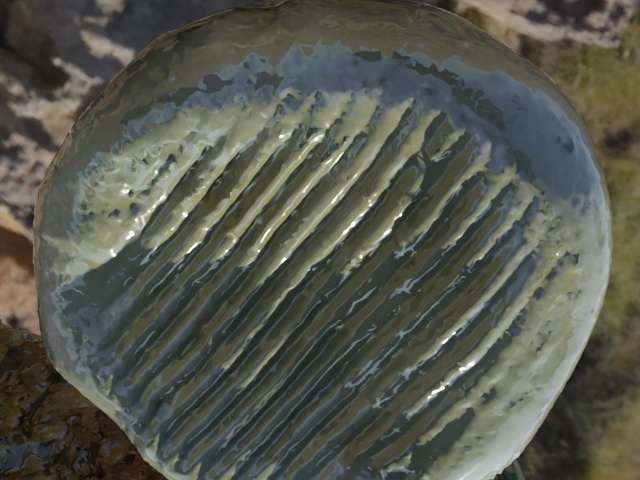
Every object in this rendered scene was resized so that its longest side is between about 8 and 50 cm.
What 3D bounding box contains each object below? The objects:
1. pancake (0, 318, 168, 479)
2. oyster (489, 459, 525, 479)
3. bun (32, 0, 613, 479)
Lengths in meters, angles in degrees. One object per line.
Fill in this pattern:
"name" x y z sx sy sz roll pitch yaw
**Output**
"pancake" -0.240 0.170 0.664 0.356 0.356 0.065 -39 137 -23
"oyster" 0.102 0.168 0.918 0.100 0.098 0.037 12 141 -46
"bun" 0.000 0.000 0.527 0.133 0.231 0.231 -73 172 -63
